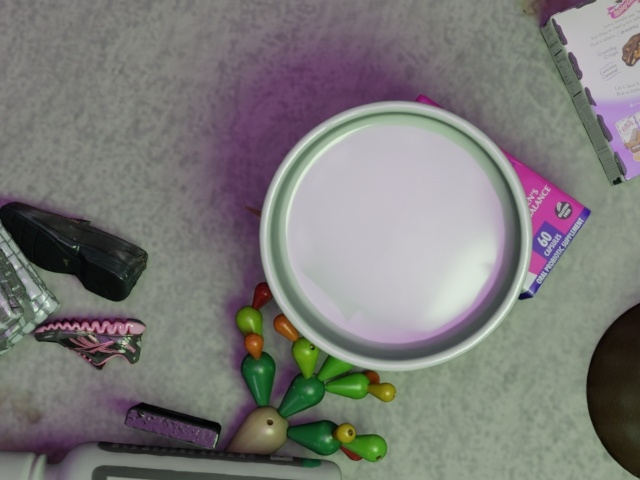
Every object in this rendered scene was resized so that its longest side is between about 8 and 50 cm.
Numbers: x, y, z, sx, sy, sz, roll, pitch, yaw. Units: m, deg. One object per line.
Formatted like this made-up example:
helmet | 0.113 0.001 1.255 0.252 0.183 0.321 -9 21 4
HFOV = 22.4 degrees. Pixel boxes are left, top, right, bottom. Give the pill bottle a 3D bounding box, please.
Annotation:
pill bottle | -0.164 0.308 1.627 0.361 0.204 0.204 5 86 -2

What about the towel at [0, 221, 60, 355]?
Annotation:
towel | -0.447 0.032 1.668 0.235 0.121 0.283 -36 88 3

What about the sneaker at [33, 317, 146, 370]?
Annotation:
sneaker | -0.246 0.111 1.722 0.119 0.047 0.057 2 97 -1

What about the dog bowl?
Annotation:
dog bowl | 0.075 -0.006 1.606 0.265 0.104 0.264 0 93 4

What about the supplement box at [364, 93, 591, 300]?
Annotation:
supplement box | 0.160 -0.044 1.714 0.220 0.114 0.111 34 86 2

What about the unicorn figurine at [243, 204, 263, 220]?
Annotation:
unicorn figurine | 0.000 0.000 1.736 0.162 0.060 0.111 -16 86 -20

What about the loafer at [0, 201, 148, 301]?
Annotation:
loafer | -0.265 0.003 1.727 0.170 0.062 0.061 30 46 7

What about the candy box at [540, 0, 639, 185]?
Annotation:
candy box | 0.355 -0.182 1.753 0.165 0.070 0.196 -24 88 -4

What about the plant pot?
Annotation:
plant pot | 0.402 0.157 1.649 0.215 0.230 0.215 0 86 -3

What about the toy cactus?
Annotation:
toy cactus | -0.032 0.168 1.709 0.219 0.112 0.180 44 104 -1

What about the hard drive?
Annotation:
hard drive | -0.150 0.190 1.670 0.094 0.135 0.022 15 85 -1
